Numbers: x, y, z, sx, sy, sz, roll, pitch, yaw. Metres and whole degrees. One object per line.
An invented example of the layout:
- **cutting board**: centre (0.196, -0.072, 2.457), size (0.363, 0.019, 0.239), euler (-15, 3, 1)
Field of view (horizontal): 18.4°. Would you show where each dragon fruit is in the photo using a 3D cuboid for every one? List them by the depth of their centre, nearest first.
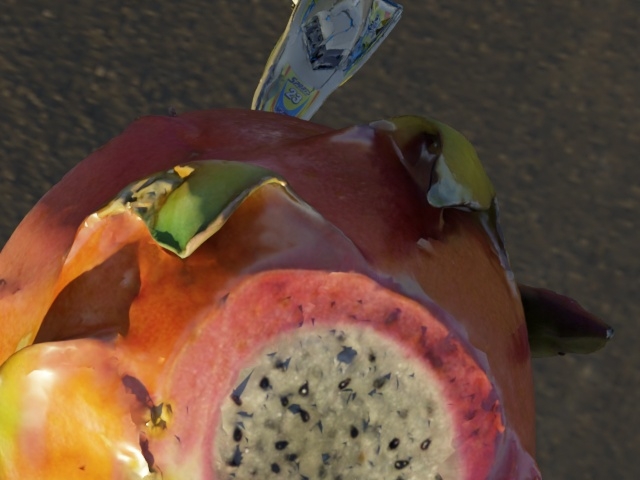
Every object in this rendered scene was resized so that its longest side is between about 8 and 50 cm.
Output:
- **dragon fruit**: centre (-0.016, 0.079, 0.847), size (0.291, 0.189, 0.290), euler (-6, 101, -30)

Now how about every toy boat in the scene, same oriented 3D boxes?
- **toy boat**: centre (-0.007, -0.144, 1.580), size (0.084, 0.066, 0.210), euler (42, 56, -19)
